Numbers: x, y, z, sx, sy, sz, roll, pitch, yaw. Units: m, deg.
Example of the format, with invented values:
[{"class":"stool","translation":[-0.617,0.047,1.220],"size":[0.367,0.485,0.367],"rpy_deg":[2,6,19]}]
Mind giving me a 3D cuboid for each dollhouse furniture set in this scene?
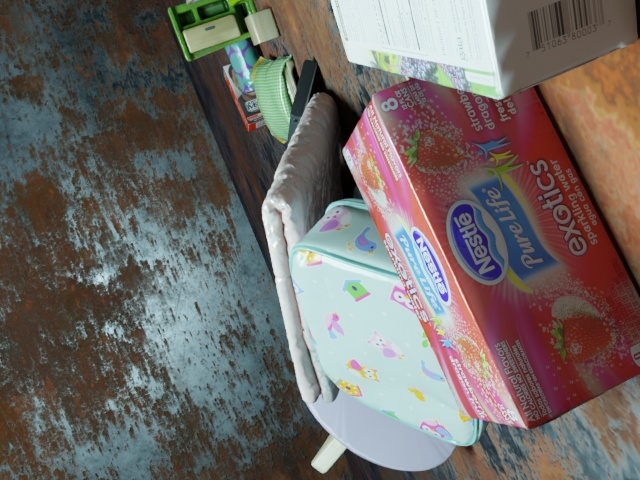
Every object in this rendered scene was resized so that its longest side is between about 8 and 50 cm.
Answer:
[{"class":"dollhouse furniture set","translation":[-0.140,-0.293,1.163],"size":[0.197,0.151,0.302],"rpy_deg":[-142,31,-69]}]

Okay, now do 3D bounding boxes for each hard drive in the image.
[{"class":"hard drive","translation":[-0.030,-0.206,1.018],"size":[0.135,0.022,0.094],"rpy_deg":[112,171,-75]}]

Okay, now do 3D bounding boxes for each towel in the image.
[{"class":"towel","translation":[0.000,0.000,0.897],"size":[0.332,0.053,0.317],"rpy_deg":[-76,-20,-57]}]

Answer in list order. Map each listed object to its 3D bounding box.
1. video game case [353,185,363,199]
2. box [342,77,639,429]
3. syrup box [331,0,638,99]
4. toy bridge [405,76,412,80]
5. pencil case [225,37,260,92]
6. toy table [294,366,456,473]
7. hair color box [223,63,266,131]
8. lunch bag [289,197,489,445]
[{"class":"video game case","translation":[0.095,0.029,1.015],"size":[0.173,0.022,0.191],"rpy_deg":[92,153,-67]},{"class":"box","translation":[0.129,0.001,0.509],"size":[0.128,0.122,0.257],"rpy_deg":[126,121,-77]},{"class":"syrup box","translation":[0.088,-0.171,0.442],"size":[0.237,0.093,0.096],"rpy_deg":[-135,24,-64]},{"class":"toy bridge","translation":[0.080,-0.201,0.599],"size":[0.063,0.026,0.188],"rpy_deg":[-137,27,-69]},{"class":"pencil case","translation":[-0.151,-0.371,1.298],"size":[0.070,0.064,0.152],"rpy_deg":[-49,-58,-58]},{"class":"toy table","translation":[0.075,0.254,1.046],"size":[0.274,0.252,0.161],"rpy_deg":[47,159,7]},{"class":"hair color box","translation":[-0.149,-0.312,1.390],"size":[0.043,0.071,0.141],"rpy_deg":[113,133,-76]},{"class":"lunch bag","translation":[0.098,0.094,0.711],"size":[0.223,0.108,0.279],"rpy_deg":[14,140,30]}]
